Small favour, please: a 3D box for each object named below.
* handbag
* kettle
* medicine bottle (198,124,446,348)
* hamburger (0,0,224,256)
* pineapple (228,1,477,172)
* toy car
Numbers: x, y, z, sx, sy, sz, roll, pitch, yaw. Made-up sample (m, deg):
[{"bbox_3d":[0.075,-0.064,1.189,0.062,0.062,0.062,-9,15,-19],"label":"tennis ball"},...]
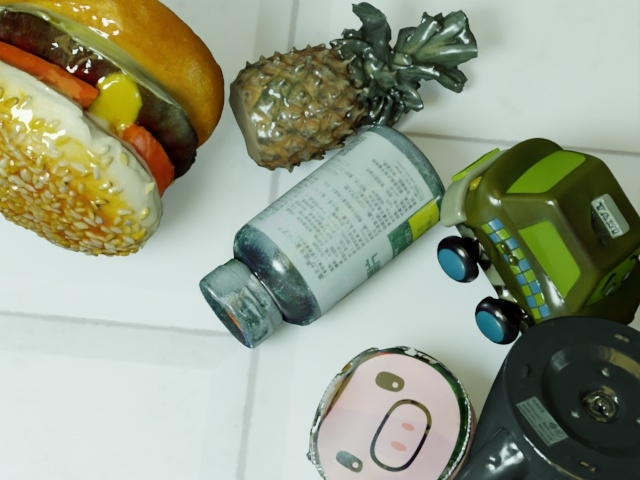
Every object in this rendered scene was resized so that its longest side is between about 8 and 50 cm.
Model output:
[{"bbox_3d":[0.085,0.219,1.474,0.179,0.116,0.205,25,71,10],"label":"handbag"},{"bbox_3d":[0.220,0.247,1.367,0.268,0.290,0.207,-15,57,-27],"label":"kettle"},{"bbox_3d":[0.000,0.000,1.546,0.293,0.141,0.141,-38,74,-15],"label":"medicine bottle"},{"bbox_3d":[-0.289,-0.140,1.503,0.330,0.330,0.250,22,65,8],"label":"hamburger"},{"bbox_3d":[0.044,-0.200,1.623,0.310,0.141,0.170,-22,107,-13],"label":"pineapple"},{"bbox_3d":[0.272,0.001,1.487,0.204,0.198,0.248,-34,95,-30],"label":"toy car"}]
